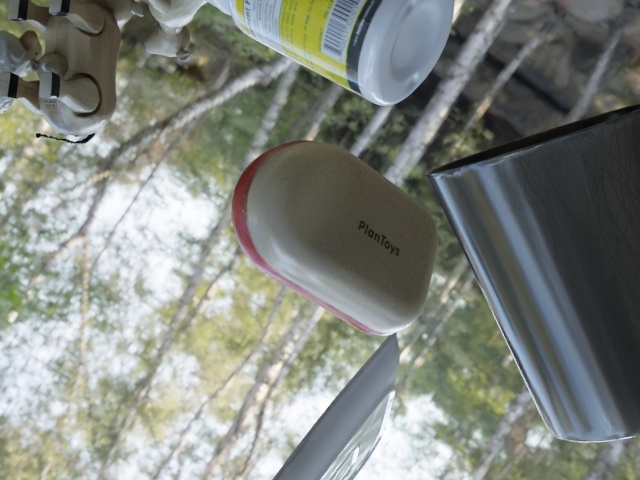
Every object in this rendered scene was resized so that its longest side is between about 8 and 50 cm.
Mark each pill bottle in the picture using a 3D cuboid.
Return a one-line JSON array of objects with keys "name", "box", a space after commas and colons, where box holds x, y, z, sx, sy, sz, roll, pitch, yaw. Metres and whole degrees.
[{"name": "pill bottle", "box": [-0.002, -0.209, 0.844, 0.208, 0.119, 0.119, 33, -175, 25]}]

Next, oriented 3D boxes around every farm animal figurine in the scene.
[{"name": "farm animal figurine", "box": [-0.267, -0.269, 1.219, 0.330, 0.327, 0.172, 23, -176, 30]}]

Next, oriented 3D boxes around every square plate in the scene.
[{"name": "square plate", "box": [0.010, 0.334, 1.460, 0.049, 0.347, 0.344, 34, 153, 17]}]

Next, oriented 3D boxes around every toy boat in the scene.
[{"name": "toy boat", "box": [0.000, 0.000, 1.009, 0.231, 0.151, 0.151, 33, 152, -34]}]

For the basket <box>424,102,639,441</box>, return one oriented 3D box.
[{"name": "basket", "box": [0.208, 0.025, 0.771, 0.154, 0.204, 0.227, -3, 106, 71]}]
